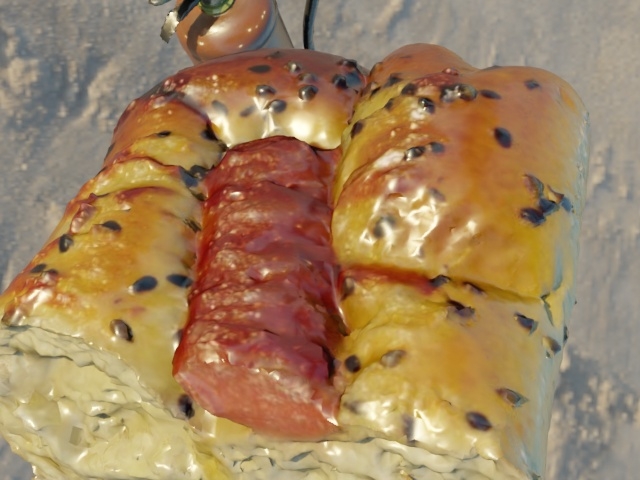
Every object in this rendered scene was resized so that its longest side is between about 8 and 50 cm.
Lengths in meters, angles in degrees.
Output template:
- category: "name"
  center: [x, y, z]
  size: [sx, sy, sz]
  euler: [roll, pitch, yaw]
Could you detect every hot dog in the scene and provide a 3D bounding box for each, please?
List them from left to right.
- category: "hot dog"
  center: [0.000, 0.000, 0.747]
  size: [0.365, 0.367, 0.196]
  euler: [-63, 151, -44]

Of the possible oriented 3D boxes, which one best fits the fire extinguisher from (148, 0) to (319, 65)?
- category: "fire extinguisher"
  center: [-0.072, -0.234, 1.284]
  size: [0.200, 0.113, 0.376]
  euler: [-65, 159, -15]
